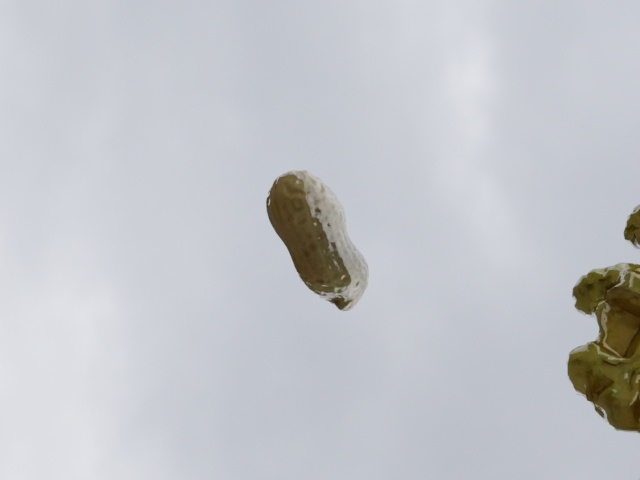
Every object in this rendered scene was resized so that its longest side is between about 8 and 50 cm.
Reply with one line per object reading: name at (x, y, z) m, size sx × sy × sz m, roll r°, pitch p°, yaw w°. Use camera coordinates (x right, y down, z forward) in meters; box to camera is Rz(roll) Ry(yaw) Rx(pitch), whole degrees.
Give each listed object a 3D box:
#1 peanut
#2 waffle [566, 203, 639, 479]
peanut at (0.000, 0.000, 1.373) m, size 0.054 × 0.054 × 0.113 m, roll 15°, pitch -44°, yaw 56°
waffle at (0.276, 0.059, 0.927) m, size 0.312 × 0.307 × 0.060 m, roll 61°, pitch -3°, yaw 36°
